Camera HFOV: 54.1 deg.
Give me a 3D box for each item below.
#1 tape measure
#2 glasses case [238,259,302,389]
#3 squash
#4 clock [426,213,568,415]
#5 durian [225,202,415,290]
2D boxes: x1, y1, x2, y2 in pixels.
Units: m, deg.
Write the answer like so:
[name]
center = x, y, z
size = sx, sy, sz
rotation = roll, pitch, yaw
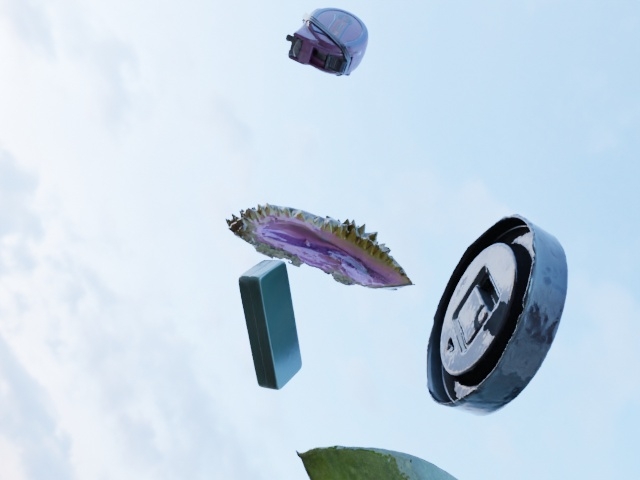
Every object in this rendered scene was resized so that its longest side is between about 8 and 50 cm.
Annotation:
[tape measure]
center = 0.015, -0.332, 1.041
size = 0.125, 0.118, 0.074
rotation = 28, -37, 2
[glasses case]
center = -0.072, 0.125, 0.932
size = 0.039, 0.078, 0.184
rotation = 3, -69, 29
[squash]
center = 0.096, 0.247, 0.575
size = 0.093, 0.169, 0.252
rotation = -32, -89, 17
[clock]
center = 0.268, 0.116, 0.995
size = 0.067, 0.325, 0.325
rotation = 23, -40, -7
[durian]
center = -0.001, 0.001, 1.127
size = 0.341, 0.191, 0.112
rotation = 18, -86, -4
